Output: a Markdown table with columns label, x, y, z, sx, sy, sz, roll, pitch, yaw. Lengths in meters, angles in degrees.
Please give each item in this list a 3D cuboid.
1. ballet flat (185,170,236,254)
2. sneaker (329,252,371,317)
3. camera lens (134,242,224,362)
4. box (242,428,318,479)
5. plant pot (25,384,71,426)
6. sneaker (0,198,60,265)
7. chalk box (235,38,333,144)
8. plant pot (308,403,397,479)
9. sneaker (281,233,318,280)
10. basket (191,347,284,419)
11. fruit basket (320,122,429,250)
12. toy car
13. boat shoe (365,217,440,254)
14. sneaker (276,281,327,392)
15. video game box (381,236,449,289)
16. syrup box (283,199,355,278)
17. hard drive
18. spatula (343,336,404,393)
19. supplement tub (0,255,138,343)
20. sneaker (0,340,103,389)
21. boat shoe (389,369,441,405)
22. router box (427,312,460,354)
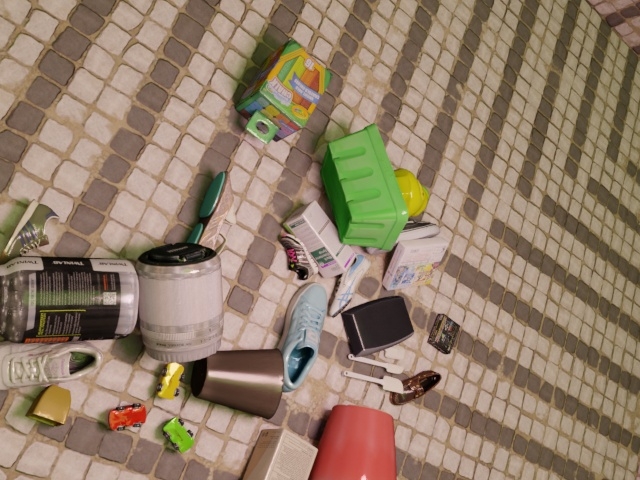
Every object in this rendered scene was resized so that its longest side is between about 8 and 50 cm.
| label | x | y | z | sx | sy | sz | roll | pitch | yaw |
| --- | --- | --- | --- | --- | --- | --- | --- | --- | --- |
| ballet flat | -0.309 | -0.045 | 1.820 | 0.106 | 0.107 | 0.316 | 29 | 78 | -32 |
| sneaker | 0.082 | 0.147 | 2.061 | 0.086 | 0.085 | 0.237 | 29 | 70 | 2 |
| camera lens | -0.367 | 0.154 | 1.646 | 0.219 | 0.219 | 0.274 | -10 | 107 | -34 |
| box | -0.140 | 0.709 | 1.775 | 0.148 | 0.121 | 0.311 | 40 | 54 | -23 |
| plant pot | -0.660 | 0.402 | 1.539 | 0.081 | 0.081 | 0.083 | 30 | 56 | -26 |
| sneaker | -0.721 | -0.004 | 1.560 | 0.086 | 0.064 | 0.192 | 29 | 66 | -21 |
| chalk box | -0.127 | -0.436 | 1.938 | 0.180 | 0.179 | 0.289 | 36 | 65 | -23 |
| plant pot | 0.110 | 0.644 | 1.909 | 0.275 | 0.275 | 0.243 | 26 | 61 | -28 |
| sneaker | -0.076 | 0.058 | 1.971 | 0.075 | 0.063 | 0.170 | -48 | 114 | -35 |
| basket | -0.238 | 0.394 | 1.773 | 0.226 | 0.154 | 0.204 | 13 | 74 | -27 |
| fruit basket | 0.213 | -0.164 | 2.031 | 0.392 | 0.283 | 0.392 | 5 | 61 | -8 |
| toy car | -0.427 | 0.478 | 1.692 | 0.239 | 0.053 | 0.225 | -40 | 105 | -30 |
| boat shoe | 0.283 | -0.039 | 2.183 | 0.335 | 0.121 | 0.119 | -9 | 69 | -38 |
| sneaker | -0.040 | 0.296 | 1.910 | 0.135 | 0.150 | 0.366 | 30 | 68 | -27 |
| video game box | 0.330 | 0.079 | 2.179 | 0.205 | 0.048 | 0.187 | -5 | 126 | -34 |
| syrup box | 0.000 | 0.000 | 1.999 | 0.237 | 0.093 | 0.096 | 54 | 42 | -15 |
| hard drive | 0.203 | 0.284 | 2.117 | 0.254 | 0.054 | 0.172 | -12 | 82 | -35 |
| spatula | 0.185 | 0.409 | 2.108 | 0.242 | 0.019 | 0.168 | 19 | 65 | -24 |
| supplement tub | -0.631 | 0.142 | 1.515 | 0.338 | 0.207 | 0.207 | 4 | 81 | -33 |
| sneaker | -0.676 | 0.291 | 1.499 | 0.305 | 0.152 | 0.114 | -5 | 88 | -32 |
| boat shoe | 0.332 | 0.507 | 2.169 | 0.207 | 0.073 | 0.073 | -27 | 99 | -31 |
| router box | 0.451 | 0.342 | 2.288 | 0.092 | 0.038 | 0.122 | 37 | 65 | -24 |
